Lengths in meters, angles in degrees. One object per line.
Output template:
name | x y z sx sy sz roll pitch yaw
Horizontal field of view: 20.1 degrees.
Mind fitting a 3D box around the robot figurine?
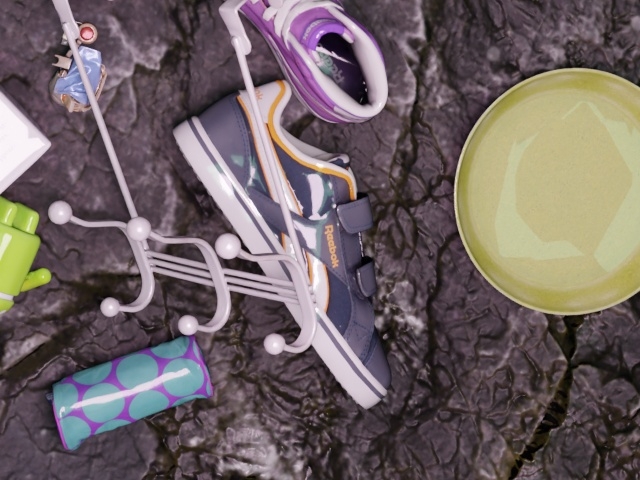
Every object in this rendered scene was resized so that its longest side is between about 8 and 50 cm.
robot figurine | -0.299 0.019 1.650 0.101 0.067 0.115 23 91 -43

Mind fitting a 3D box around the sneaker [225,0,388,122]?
sneaker | -0.029 -0.227 1.630 0.102 0.161 0.282 -41 101 -3

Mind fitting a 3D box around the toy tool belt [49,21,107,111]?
toy tool belt | -0.219 -0.158 1.653 0.052 0.051 0.083 14 93 -13

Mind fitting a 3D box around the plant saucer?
plant saucer | 0.242 -0.048 1.769 0.241 0.037 0.241 -2 98 -12

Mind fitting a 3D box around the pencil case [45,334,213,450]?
pencil case | -0.177 0.141 1.691 0.152 0.064 0.070 -20 138 -9

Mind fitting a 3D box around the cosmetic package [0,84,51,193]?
cosmetic package | -0.354 -0.104 1.581 0.151 0.151 0.183 -44 102 -3

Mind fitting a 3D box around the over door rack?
over door rack | -0.132 -0.065 1.564 0.108 0.239 0.324 -26 116 -42

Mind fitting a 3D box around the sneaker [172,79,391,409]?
sneaker | 0.000 0.000 1.679 0.127 0.126 0.321 -33 100 0
